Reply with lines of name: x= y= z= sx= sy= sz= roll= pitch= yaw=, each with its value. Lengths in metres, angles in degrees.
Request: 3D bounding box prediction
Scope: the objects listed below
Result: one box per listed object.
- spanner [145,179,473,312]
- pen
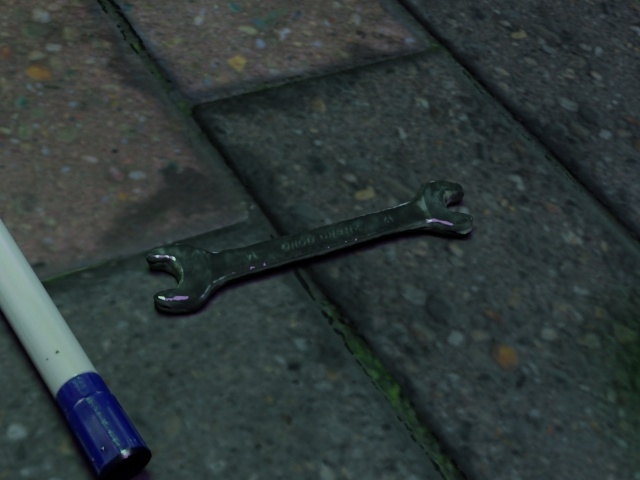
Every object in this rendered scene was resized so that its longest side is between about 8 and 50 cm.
spanner: x=0.000 y=0.000 z=0.727 sx=0.254 sy=0.015 sz=0.054 roll=-15 pitch=51 yaw=-25
pen: x=-0.180 y=0.037 z=0.639 sx=0.033 sy=0.033 sz=0.269 roll=-22 pitch=55 yaw=-30
